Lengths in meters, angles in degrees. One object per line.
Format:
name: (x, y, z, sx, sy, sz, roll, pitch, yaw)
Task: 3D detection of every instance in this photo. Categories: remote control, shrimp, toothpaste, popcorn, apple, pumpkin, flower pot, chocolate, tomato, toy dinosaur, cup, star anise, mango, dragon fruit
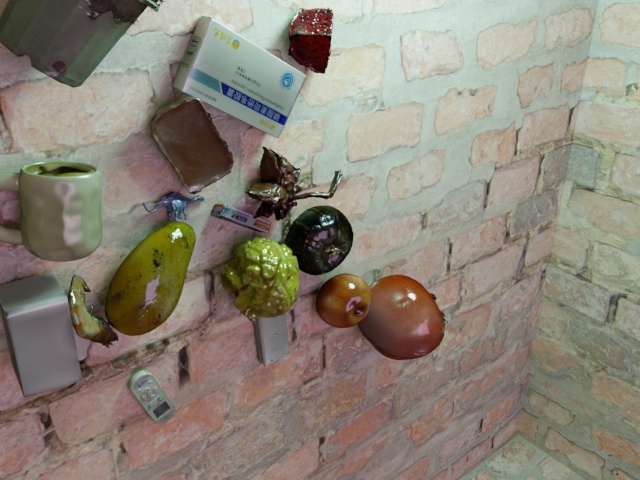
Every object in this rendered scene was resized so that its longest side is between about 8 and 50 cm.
remote control: (-0.506, 0.469, 1.873, 0.078, 0.042, 0.221, -39, 133, -23)
remote control: (-0.168, 0.283, 2.078, 0.103, 0.056, 0.277, -24, 126, -32)
shrimp: (-0.590, 0.187, 1.616, 0.058, 0.169, 0.296, -11, 160, -3)
toothpaste: (-0.233, -0.065, 1.855, 0.196, 0.047, 0.040, 21, 80, -45)
popcorn: (-0.180, 0.126, 1.878, 0.237, 0.206, 0.251, 32, 107, -13)
apple: (0.089, 0.215, 2.198, 0.201, 0.162, 0.201, -20, 122, -36)
pumpkin: (0.003, 0.001, 2.016, 0.238, 0.159, 0.237, -25, 129, -35)
flower pot: (-0.502, -0.465, 1.268, 0.290, 0.290, 0.259, 28, 102, -46)
chocolate: (-0.336, -0.260, 1.632, 0.161, 0.083, 0.261, -26, 132, -4)
tomato: (0.296, 0.302, 2.318, 0.273, 0.341, 0.341, -32, 130, -11)
toy dinosaur: (-0.394, -0.093, 1.694, 0.197, 0.045, 0.080, -12, 106, -46)
cup: (-0.624, -0.062, 1.407, 0.255, 0.173, 0.202, -10, 115, -40)
star anise: (-0.086, -0.168, 1.862, 0.347, 0.148, 0.237, -11, 113, -29)
mango: (-0.443, 0.099, 1.663, 0.329, 0.176, 0.176, -59, 180, 0)
dragon fruit: (-0.027, -0.568, 1.775, 0.161, 0.121, 0.127, 96, 0, -55)

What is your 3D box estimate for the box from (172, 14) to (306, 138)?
box: (-0.209, -0.429, 1.677, 0.343, 0.065, 0.200, 19, 97, -45)

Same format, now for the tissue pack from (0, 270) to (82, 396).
tissue pack: (-0.680, 0.225, 1.506, 0.136, 0.159, 0.245, -16, 121, -30)
